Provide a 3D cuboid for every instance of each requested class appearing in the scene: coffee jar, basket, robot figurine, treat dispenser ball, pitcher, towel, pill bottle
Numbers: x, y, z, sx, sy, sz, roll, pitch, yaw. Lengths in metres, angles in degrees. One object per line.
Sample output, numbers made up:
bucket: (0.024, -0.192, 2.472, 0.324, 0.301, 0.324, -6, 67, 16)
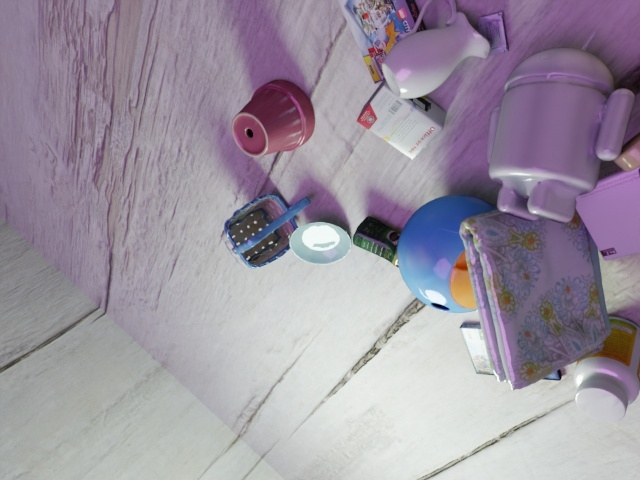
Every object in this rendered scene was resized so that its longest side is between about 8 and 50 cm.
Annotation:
coffee jar: (0.192, 0.008, 1.523, 0.184, 0.096, 0.079, 28, 136, 20)
basket: (-0.174, -0.036, 1.677, 0.201, 0.254, 0.289, 55, 154, -3)
robot figurine: (0.447, -0.216, 1.032, 0.299, 0.199, 0.354, 11, 90, 54)
treat dispenser ball: (0.333, 0.033, 1.290, 0.288, 0.288, 0.288, 20, 130, 26)
pitcher: (0.227, -0.416, 1.134, 0.178, 0.207, 0.125, 60, -179, 6)
towel: (0.478, 0.099, 1.147, 0.090, 0.320, 0.375, -9, 96, 64)
pill bottle: (0.678, 0.303, 1.244, 0.136, 0.245, 0.137, 20, 130, 26)

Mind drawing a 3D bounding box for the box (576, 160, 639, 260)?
box: (0.646, -0.079, 1.088, 0.181, 0.119, 0.182, -24, 104, 45)

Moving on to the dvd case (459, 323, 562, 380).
dvd case: (0.545, 0.320, 1.525, 0.252, 0.022, 0.181, -7, 116, 41)

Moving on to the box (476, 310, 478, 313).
box: (0.483, 0.135, 1.429, 0.145, 0.038, 0.186, 52, 136, -4)

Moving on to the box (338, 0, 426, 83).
box: (0.149, -0.504, 1.225, 0.159, 0.044, 0.233, -12, 112, 42)

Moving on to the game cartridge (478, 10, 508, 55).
game cartridge: (0.366, -0.438, 1.125, 0.055, 0.017, 0.083, -1, 119, 34)

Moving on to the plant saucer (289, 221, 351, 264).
plant saucer: (0.000, 0.000, 1.672, 0.194, 0.038, 0.195, 1, 136, 1)

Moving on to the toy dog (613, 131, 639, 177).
toy dog: (0.659, -0.185, 0.874, 0.220, 0.161, 0.334, 26, 105, 6)

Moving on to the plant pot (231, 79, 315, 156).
plant pot: (-0.145, -0.327, 1.486, 0.201, 0.180, 0.202, 21, 132, 25)

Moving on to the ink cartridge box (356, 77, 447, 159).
ink cartridge box: (0.197, -0.299, 1.284, 0.175, 0.072, 0.127, 33, 137, -9)
